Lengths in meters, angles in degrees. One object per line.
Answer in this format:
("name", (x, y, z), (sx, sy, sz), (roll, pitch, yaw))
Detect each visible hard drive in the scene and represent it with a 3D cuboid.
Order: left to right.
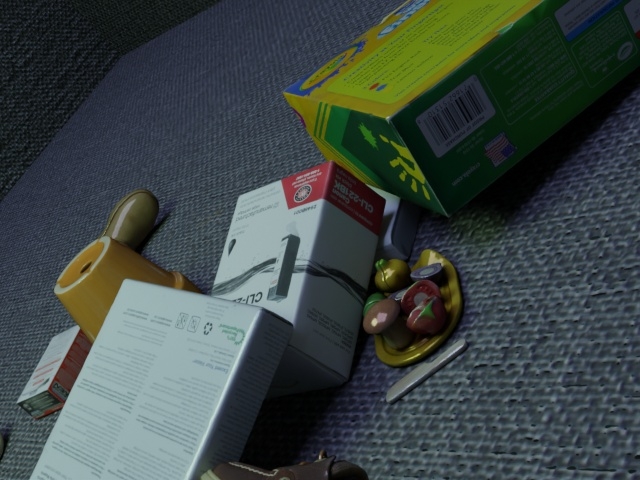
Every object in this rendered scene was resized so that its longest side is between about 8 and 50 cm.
("hard drive", (0.000, 0.000, 1.547), (0.353, 0.047, 0.233), (-25, 30, 35))

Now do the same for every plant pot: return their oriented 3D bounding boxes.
("plant pot", (-0.331, 0.101, 1.721), (0.205, 0.188, 0.205), (-35, 26, 20))

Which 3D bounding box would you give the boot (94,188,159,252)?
("boot", (-0.377, 0.024, 2.053), (0.236, 0.089, 0.269), (-56, 25, -1))

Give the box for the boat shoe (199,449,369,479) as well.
("boat shoe", (0.005, 0.276, 1.022), (0.123, 0.123, 0.342), (-44, 26, -22))

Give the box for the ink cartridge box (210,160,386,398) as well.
("ink cartridge box", (-0.041, 0.056, 1.364), (0.197, 0.114, 0.272), (-18, 50, 43))

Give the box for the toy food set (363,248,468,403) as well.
("toy food set", (0.100, 0.077, 1.238), (0.128, 0.071, 0.218), (-35, 26, 18))

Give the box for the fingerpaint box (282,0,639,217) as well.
("fingerpaint box", (0.220, -0.251, 1.410), (0.445, 0.163, 0.371), (-38, 23, -10))

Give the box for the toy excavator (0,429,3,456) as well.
("toy excavator", (-0.677, 0.428, 1.646), (0.222, 0.433, 0.445), (-34, 54, 22))

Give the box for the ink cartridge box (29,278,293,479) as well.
("ink cartridge box", (-0.209, 0.220, 1.277), (0.324, 0.071, 0.330), (8, 71, 50))

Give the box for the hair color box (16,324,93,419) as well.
("hair color box", (-0.477, 0.238, 1.893), (0.093, 0.053, 0.167), (-25, 29, 33))
